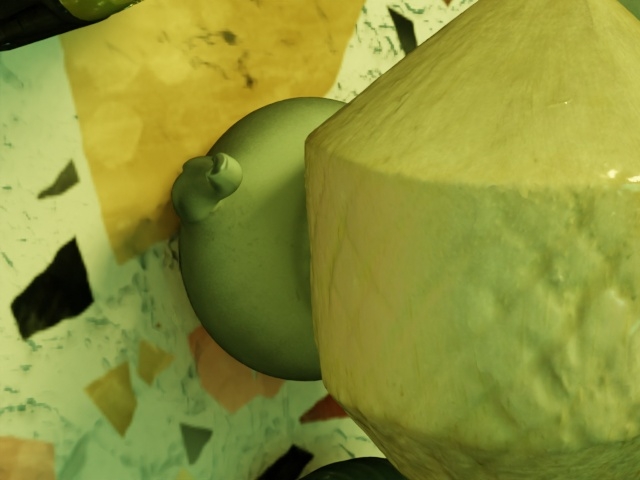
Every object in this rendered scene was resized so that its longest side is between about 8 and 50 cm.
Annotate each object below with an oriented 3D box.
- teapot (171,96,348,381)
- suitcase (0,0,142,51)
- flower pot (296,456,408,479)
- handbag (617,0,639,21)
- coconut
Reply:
[{"bbox_3d":[0.000,0.000,1.302,0.294,0.129,0.193,26,75,-39],"label":"teapot"},{"bbox_3d":[-0.127,-0.216,1.140,0.235,0.194,0.143,-35,106,-36],"label":"suitcase"},{"bbox_3d":[0.058,0.254,1.347,0.243,0.157,0.189,39,65,-38],"label":"flower pot"},{"bbox_3d":[0.255,-0.254,1.566,0.191,0.075,0.332,16,78,-44],"label":"handbag"},{"bbox_3d":[0.134,-0.012,1.160,0.328,0.328,0.329,-2,93,-42],"label":"coconut"}]
